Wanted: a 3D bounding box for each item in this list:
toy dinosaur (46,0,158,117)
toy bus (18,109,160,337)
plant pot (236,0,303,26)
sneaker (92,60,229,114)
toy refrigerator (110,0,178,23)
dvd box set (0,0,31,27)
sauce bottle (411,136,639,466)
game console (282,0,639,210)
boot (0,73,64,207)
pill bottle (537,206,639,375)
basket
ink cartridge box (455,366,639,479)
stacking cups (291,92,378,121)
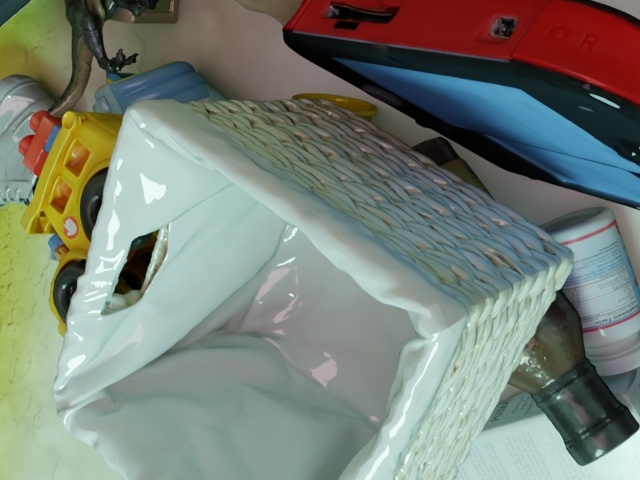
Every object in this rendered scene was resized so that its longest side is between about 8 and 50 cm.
[{"bbox_3d":[-0.229,-0.232,0.896,0.118,0.064,0.268,23,110,28],"label":"toy dinosaur"},{"bbox_3d":[-0.233,-0.030,0.893,0.211,0.149,0.220,34,109,19],"label":"toy bus"},{"bbox_3d":[0.041,-0.353,0.771,0.305,0.334,0.333,-40,88,34],"label":"plant pot"},{"bbox_3d":[-0.217,-0.074,1.011,0.319,0.127,0.208,-42,87,16],"label":"sneaker"},{"bbox_3d":[-0.200,-0.376,0.938,0.094,0.102,0.269,12,106,16],"label":"toy refrigerator"},{"bbox_3d":[-0.376,-0.449,0.908,0.308,0.062,0.420,-17,85,42],"label":"dvd box set"},{"bbox_3d":[0.180,0.057,0.855,0.111,0.111,0.344,-42,73,23],"label":"sauce bottle"},{"bbox_3d":[0.175,-0.089,0.682,0.342,0.386,0.060,28,91,-34],"label":"game console"},{"bbox_3d":[-0.398,-0.071,1.082,0.123,0.095,0.258,42,111,12],"label":"boot"},{"bbox_3d":[0.281,0.053,0.890,0.087,0.087,0.160,-19,97,22],"label":"pill bottle"},{"bbox_3d":[-0.015,0.078,0.768,0.331,0.266,0.328,34,118,25],"label":"basket"},{"bbox_3d":[0.247,0.334,0.990,0.385,0.091,0.308,-25,95,35],"label":"ink cartridge box"},{"bbox_3d":[0.000,0.000,0.972,0.096,0.096,0.316,11,108,16],"label":"stacking cups"}]
